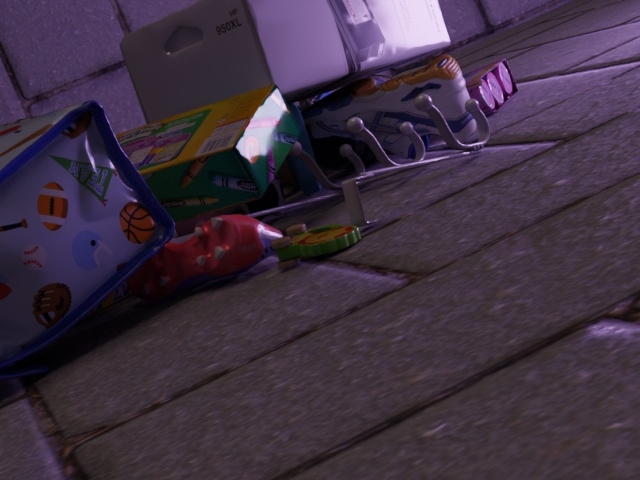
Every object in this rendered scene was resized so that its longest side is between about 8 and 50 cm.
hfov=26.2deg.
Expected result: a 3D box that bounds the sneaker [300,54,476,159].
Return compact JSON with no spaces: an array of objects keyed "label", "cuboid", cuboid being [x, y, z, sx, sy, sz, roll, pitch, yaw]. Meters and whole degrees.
[{"label":"sneaker","cuboid":[0.088,-0.166,1.966,0.296,0.131,0.112,-9,23,45]}]

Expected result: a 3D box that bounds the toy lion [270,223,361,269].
[{"label":"toy lion","cuboid":[0.000,0.000,1.516,0.096,0.034,0.100,-13,11,17]}]

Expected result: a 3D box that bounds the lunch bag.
[{"label":"lunch bag","cuboid":[-0.412,0.044,1.587,0.327,0.239,0.385,-9,28,51]}]

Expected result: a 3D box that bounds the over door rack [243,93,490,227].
[{"label":"over door rack","cuboid":[0.037,-0.091,1.719,0.239,0.108,0.324,-17,10,40]}]

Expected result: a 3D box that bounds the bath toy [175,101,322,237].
[{"label":"bath toy","cuboid":[-0.173,-0.073,1.951,0.348,0.151,0.129,-27,-24,-5]}]

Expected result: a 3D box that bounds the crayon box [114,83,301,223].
[{"label":"crayon box","cuboid":[-0.180,-0.096,1.768,0.278,0.081,0.165,-15,27,28]}]

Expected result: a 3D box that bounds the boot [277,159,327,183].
[{"label":"boot","cuboid":[-0.070,-0.130,2.332,0.211,0.104,0.295,-24,3,42]}]

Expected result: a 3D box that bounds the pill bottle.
[{"label":"pill bottle","cuboid":[0.059,-0.183,2.182,0.122,0.123,0.219,-18,9,29]}]

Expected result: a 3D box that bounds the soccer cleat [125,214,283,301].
[{"label":"soccer cleat","cuboid":[-0.146,0.024,1.643,0.095,0.083,0.248,8,-19,-38]}]

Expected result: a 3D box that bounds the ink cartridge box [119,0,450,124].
[{"label":"ink cartridge box","cuboid":[-0.049,-0.289,2.021,0.285,0.166,0.395,-15,5,46]}]

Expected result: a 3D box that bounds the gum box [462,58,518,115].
[{"label":"gum box","cuboid":[0.239,-0.231,2.205,0.107,0.062,0.188,-19,9,25]}]

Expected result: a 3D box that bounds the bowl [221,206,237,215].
[{"label":"bowl","cuboid":[-0.184,-0.075,2.272,0.170,0.080,0.170,-27,8,4]}]

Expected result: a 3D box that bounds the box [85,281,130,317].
[{"label":"box","cuboid":[-0.282,0.053,1.834,0.169,0.054,0.059,-28,10,-33]}]

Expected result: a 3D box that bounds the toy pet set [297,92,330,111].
[{"label":"toy pet set","cuboid":[-0.036,-0.216,2.288,0.122,0.065,0.114,-13,36,50]}]
